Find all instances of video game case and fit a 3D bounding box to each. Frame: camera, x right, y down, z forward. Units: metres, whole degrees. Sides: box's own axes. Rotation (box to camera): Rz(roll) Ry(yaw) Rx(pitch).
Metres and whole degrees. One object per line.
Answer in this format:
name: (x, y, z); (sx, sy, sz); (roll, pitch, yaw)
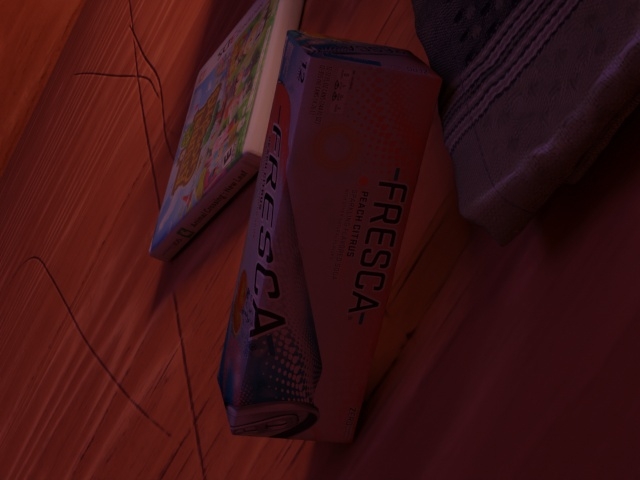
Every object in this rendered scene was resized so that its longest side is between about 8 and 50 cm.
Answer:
video game case: (-0.078, -0.109, 0.947); (0.193, 0.023, 0.212); (-39, 33, 51)

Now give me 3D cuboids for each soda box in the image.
soda box: (0.000, 0.000, 0.517); (0.058, 0.063, 0.183); (-120, 40, -66)

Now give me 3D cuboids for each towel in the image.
towel: (0.146, -0.194, 0.474); (0.324, 0.056, 0.312); (-50, 29, 32)
